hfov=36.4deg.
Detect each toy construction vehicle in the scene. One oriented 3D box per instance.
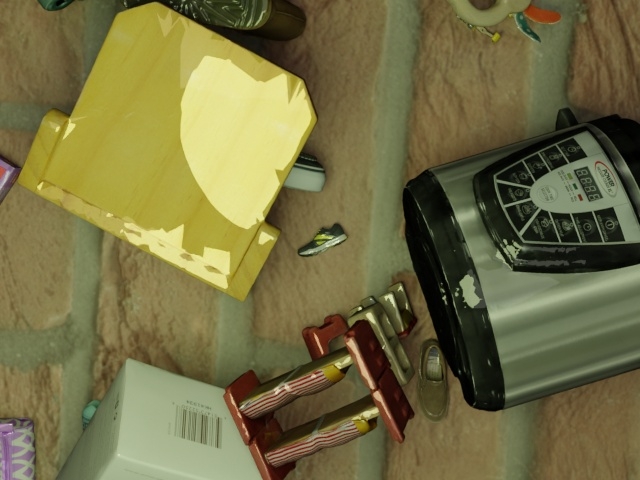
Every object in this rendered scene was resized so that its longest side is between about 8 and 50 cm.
[{"bbox_3d":[0.260,-0.370,1.538,0.098,0.035,0.086,36,89,5],"label":"toy construction vehicle"}]

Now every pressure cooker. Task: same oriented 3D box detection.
[{"bbox_3d":[0.357,0.018,1.397,0.420,0.375,0.370,-16,108,-1],"label":"pressure cooker"}]

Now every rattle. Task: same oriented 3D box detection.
[{"bbox_3d":[0.254,-0.377,1.508,0.199,0.142,0.130,15,79,-32],"label":"rattle"}]

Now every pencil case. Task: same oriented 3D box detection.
[{"bbox_3d":[-0.488,0.379,1.522,0.086,0.088,0.206,-2,92,-4],"label":"pencil case"}]

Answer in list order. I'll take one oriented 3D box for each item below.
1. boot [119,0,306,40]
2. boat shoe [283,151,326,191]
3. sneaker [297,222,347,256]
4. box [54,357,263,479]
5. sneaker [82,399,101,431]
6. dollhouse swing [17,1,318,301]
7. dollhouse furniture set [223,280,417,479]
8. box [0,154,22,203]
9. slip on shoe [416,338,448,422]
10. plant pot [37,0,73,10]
[{"bbox_3d":[-0.154,-0.341,1.411,0.236,0.269,0.089,18,101,5],"label":"boot"},{"bbox_3d":[-0.139,-0.173,1.489,0.335,0.121,0.119,21,95,-1],"label":"boat shoe"},{"bbox_3d":[0.000,0.000,1.550,0.083,0.031,0.035,-22,79,-5],"label":"sneaker"},{"bbox_3d":[-0.245,0.360,1.384,0.215,0.168,0.345,21,126,-21],"label":"box"},{"bbox_3d":[-0.240,0.268,1.515,0.283,0.110,0.122,-16,90,-1],"label":"sneaker"},{"bbox_3d":[-0.192,-0.127,1.399,0.346,0.315,0.305,27,89,-2],"label":"dollhouse swing"},{"bbox_3d":[0.031,0.198,1.402,0.201,0.374,0.152,-26,91,17],"label":"dollhouse furniture set"},{"bbox_3d":[-0.630,-0.045,1.513,0.201,0.057,0.293,33,91,-3],"label":"box"},{"bbox_3d":[0.181,0.226,1.556,0.051,0.041,0.135,1,93,-2],"label":"slip on shoe"},{"bbox_3d":[-0.375,-0.532,1.381,0.341,0.341,0.334,-31,101,0],"label":"plant pot"}]
